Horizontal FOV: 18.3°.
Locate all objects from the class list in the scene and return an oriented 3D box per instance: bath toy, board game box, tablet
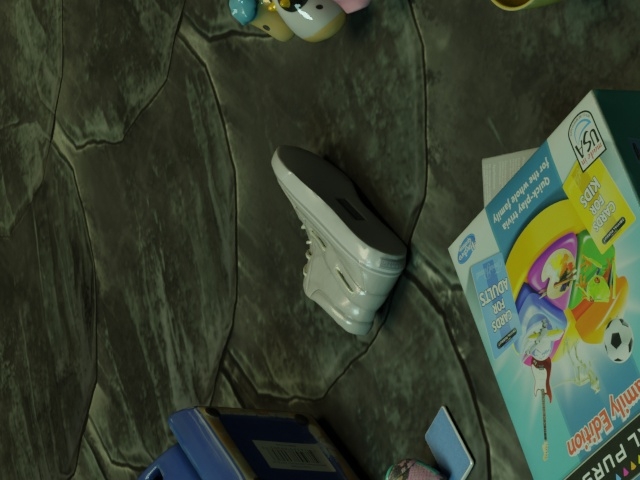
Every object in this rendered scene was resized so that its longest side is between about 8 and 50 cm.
[{"bbox_3d":[0.027,-0.317,2.229,0.348,0.129,0.151,-16,75,58],"label":"bath toy"},{"bbox_3d":[0.250,0.080,1.695,0.254,0.079,0.336,-52,48,46],"label":"board game box"},{"bbox_3d":[0.140,0.227,2.150,0.054,0.006,0.083,-64,38,37],"label":"tablet"}]

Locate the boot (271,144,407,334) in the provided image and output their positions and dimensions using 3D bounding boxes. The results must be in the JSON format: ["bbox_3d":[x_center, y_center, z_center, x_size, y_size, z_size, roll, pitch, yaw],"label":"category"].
[{"bbox_3d":[0.000,0.000,2.302,0.258,0.095,0.123,52,126,46],"label":"boot"}]

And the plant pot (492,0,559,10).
[{"bbox_3d":[0.226,-0.286,1.915,0.134,0.095,0.134,-1,89,59],"label":"plant pot"}]

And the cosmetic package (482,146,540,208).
[{"bbox_3d":[0.257,-0.030,1.858,0.238,0.107,0.127,-5,85,57],"label":"cosmetic package"}]

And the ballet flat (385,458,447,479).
[{"bbox_3d":[0.102,0.348,2.159,0.079,0.077,0.221,16,106,38],"label":"ballet flat"}]

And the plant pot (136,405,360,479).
[{"bbox_3d":[-0.078,0.328,2.316,0.236,0.236,0.212,50,124,49],"label":"plant pot"}]
